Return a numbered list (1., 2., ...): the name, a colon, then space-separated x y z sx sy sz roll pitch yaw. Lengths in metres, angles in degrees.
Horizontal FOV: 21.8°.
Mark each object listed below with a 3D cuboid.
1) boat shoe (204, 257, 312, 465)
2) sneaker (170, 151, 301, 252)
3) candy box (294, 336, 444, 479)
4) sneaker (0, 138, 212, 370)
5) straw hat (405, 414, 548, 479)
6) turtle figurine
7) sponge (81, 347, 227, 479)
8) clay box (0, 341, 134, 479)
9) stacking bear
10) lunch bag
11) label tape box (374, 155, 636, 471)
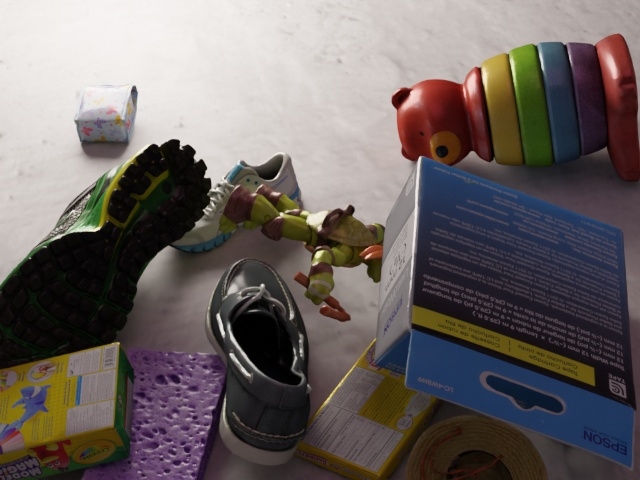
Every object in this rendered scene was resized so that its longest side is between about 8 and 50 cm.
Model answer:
1. boat shoe: -0.056 0.102 1.762 0.116 0.099 0.319 12 31 -12
2. sneaker: -0.111 -0.054 1.993 0.191 0.083 0.071 -28 49 -24
3. candy box: 0.067 0.172 1.760 0.105 0.027 0.206 18 45 26
4. sneaker: -0.265 0.032 1.894 0.343 0.134 0.146 -48 16 -29
5. straw hat: 0.161 0.238 1.648 0.144 0.144 0.061 13 1 18
6. turtle figurine: 0.000 0.000 1.863 0.217 0.087 0.269 23 26 19
7. sponge: -0.169 0.198 1.741 0.117 0.031 0.210 4 41 9
8. clay box: -0.307 0.188 1.724 0.222 0.053 0.127 -14 40 9
9. stacking bear: 0.235 -0.157 2.043 0.289 0.175 0.164 -8 42 6
10. lunch bag: -0.276 -0.169 2.160 0.071 0.053 0.083 -1 50 6
11. label tape box: 0.188 0.093 1.718 0.249 0.115 0.347 20 42 -10
